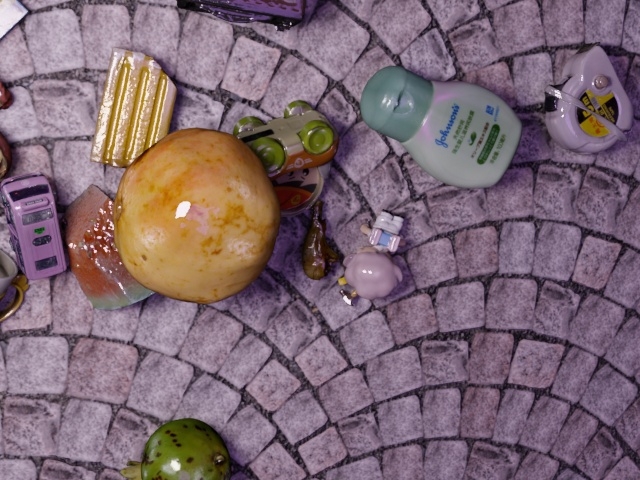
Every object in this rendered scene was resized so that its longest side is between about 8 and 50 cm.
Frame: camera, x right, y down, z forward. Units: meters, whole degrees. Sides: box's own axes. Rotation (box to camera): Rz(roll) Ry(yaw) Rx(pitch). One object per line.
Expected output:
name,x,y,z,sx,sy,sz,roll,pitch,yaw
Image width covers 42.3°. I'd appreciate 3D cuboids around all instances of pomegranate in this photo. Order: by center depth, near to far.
pomegranate,-0.220,-0.052,1.572,0.342,0.342,0.343,-3,103,-14
pomegranate,-0.311,0.495,1.788,0.263,0.211,0.211,-16,109,25

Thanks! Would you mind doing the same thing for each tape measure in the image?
tape measure,0.603,-0.296,1.871,0.197,0.120,0.236,-37,104,-10

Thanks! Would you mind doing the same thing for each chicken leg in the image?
chicken leg,0.000,0.000,1.816,0.093,0.070,0.178,-8,99,-30

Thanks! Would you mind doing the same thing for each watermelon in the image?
watermelon,-0.429,0.013,1.690,0.192,0.140,0.257,-34,101,-14

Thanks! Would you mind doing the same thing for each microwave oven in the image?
microwave oven,-0.151,-0.512,1.598,0.247,0.178,0.188,5,101,-15

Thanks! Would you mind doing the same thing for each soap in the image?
soap,-0.370,-0.257,1.654,0.140,0.073,0.232,11,99,-18

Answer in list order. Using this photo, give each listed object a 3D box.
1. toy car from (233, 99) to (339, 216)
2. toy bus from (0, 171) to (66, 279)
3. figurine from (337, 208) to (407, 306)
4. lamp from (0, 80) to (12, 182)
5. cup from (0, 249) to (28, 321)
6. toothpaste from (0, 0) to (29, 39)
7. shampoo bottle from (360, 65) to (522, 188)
toy car,-0.064,-0.157,1.739,0.235,0.145,0.235,-11,124,-17
toy bus,-0.557,-0.026,1.610,0.096,0.108,0.199,-17,131,-25
figurine,0.126,0.045,1.836,0.137,0.112,0.229,22,86,-13
lamp,-0.659,-0.184,1.557,0.215,0.151,0.223,-29,106,-11
cup,-0.697,0.113,1.616,0.241,0.185,0.226,20,104,-49
toothpaste,-0.647,-0.393,1.567,0.193,0.044,0.070,-45,109,-2
shampoo bottle,0.248,-0.255,1.775,0.349,0.151,0.222,23,98,-17
